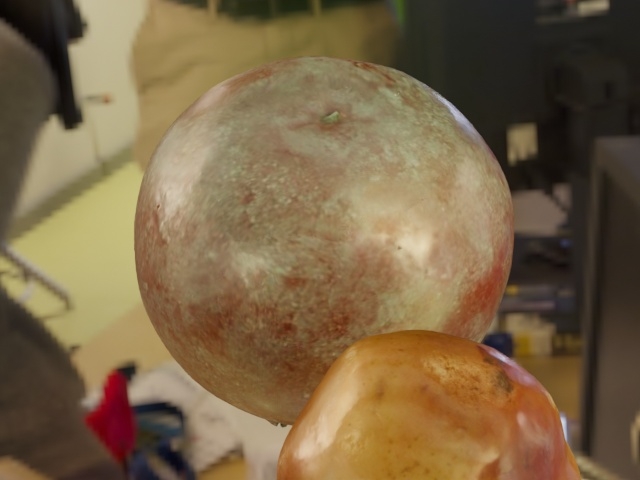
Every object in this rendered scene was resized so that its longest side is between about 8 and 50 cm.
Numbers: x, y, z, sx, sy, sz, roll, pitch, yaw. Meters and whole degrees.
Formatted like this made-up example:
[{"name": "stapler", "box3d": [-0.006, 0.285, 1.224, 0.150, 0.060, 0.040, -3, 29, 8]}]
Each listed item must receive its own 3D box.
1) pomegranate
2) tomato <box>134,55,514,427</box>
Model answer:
[{"name": "pomegranate", "box3d": [0.074, 0.168, 1.233, 0.209, 0.209, 0.209, -4, 18, 1]}, {"name": "tomato", "box3d": [0.000, 0.000, 1.495, 0.317, 0.282, 0.316, 0, 45, 0]}]
